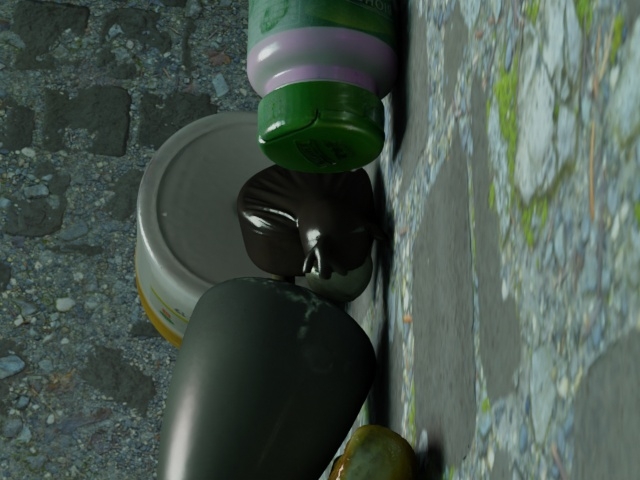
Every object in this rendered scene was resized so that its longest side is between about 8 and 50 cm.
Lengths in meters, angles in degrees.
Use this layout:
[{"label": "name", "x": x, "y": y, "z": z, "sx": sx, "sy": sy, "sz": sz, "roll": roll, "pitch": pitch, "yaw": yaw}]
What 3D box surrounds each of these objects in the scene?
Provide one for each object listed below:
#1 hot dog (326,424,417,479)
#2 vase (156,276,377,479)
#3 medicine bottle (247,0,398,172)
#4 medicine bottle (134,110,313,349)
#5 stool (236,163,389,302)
[{"label": "hot dog", "x": 0.031, "y": 0.181, "z": 1.003, "sx": 0.286, "sy": 0.061, "sz": 0.088, "roll": 97, "pitch": -169, "yaw": -82}, {"label": "vase", "x": -0.080, "y": 0.199, "z": 1.134, "sx": 0.173, "sy": 0.173, "sz": 0.321, "roll": 99, "pitch": -168, "yaw": -52}, {"label": "medicine bottle", "x": 0.002, "y": -0.201, "z": 1.184, "sx": 0.133, "sy": 0.133, "sz": 0.274, "roll": 107, "pitch": 166, "yaw": -70}, {"label": "medicine bottle", "x": -0.092, "y": 0.003, "z": 1.555, "sx": 0.232, "sy": 0.237, "sz": 0.238, "roll": 110, "pitch": 162, "yaw": -70}, {"label": "stool", "x": 0.000, "y": 0.000, "z": 1.236, "sx": 0.217, "sy": 0.125, "sz": 0.121, "roll": -130, "pitch": 26, "yaw": -57}]
